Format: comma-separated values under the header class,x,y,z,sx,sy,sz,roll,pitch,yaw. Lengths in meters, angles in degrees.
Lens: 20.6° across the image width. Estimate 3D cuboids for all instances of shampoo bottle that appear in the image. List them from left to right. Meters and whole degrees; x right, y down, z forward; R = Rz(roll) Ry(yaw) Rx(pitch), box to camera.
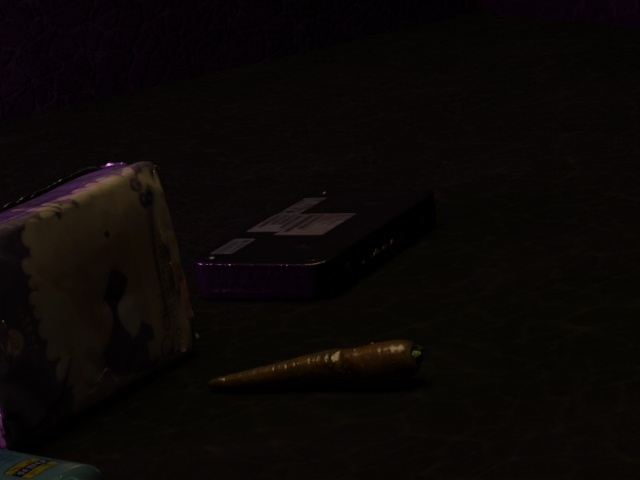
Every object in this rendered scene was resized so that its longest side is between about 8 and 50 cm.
class,x,y,z,sx,sy,sz,roll,pitch,yaw
shampoo bottle,-0.278,0.239,1.657,0.258,0.061,0.104,4,21,39

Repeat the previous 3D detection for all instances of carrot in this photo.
class,x,y,z,sx,sy,sz,roll,pitch,yaw
carrot,-0.007,0.141,1.904,0.254,0.049,0.049,-8,14,21

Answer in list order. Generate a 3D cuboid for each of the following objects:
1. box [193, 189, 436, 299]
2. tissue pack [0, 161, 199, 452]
class,x,y,z,sx,sy,sz,roll,pitch,yaw
box,0.000,0.000,2.397,0.211,0.058,0.350,-2,16,29
tissue pack,-0.294,0.066,1.965,0.125,0.242,0.343,-3,16,35
